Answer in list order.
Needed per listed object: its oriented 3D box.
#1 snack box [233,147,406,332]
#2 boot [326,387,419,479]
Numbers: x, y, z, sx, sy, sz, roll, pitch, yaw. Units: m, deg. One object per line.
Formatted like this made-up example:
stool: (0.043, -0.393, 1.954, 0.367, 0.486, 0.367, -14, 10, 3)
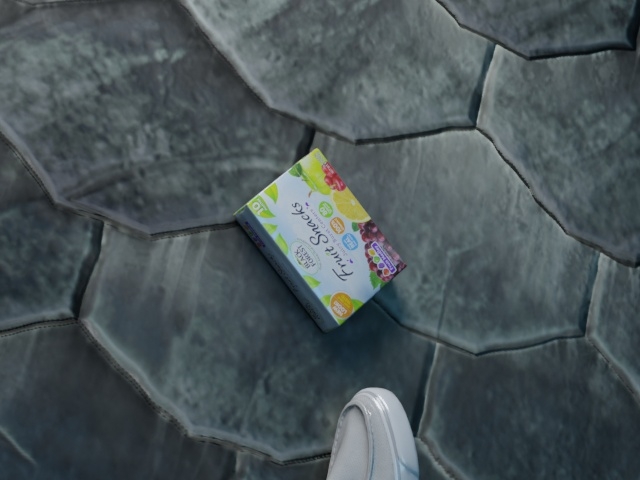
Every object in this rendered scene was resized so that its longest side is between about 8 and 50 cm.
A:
snack box: (0.000, 0.000, 1.743, 0.100, 0.037, 0.141, -41, 95, -30)
boot: (0.011, 0.251, 1.635, 0.123, 0.095, 0.258, 10, 71, -32)
